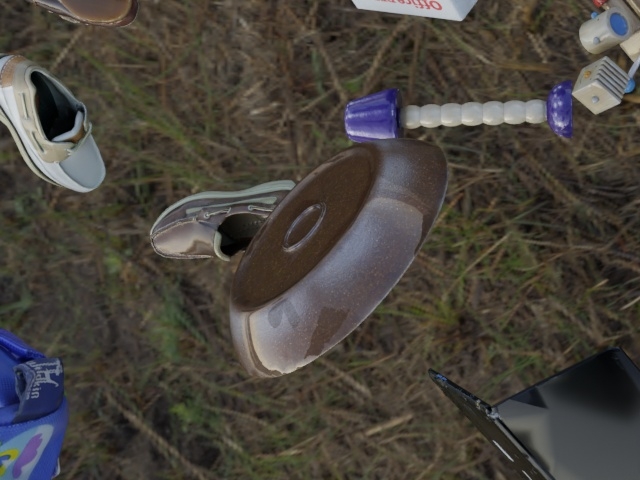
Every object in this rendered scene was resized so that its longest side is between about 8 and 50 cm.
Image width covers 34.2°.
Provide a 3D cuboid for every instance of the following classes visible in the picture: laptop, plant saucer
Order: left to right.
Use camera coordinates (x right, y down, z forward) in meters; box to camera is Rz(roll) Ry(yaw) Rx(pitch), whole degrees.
[{"bbox_3d":[0.000,0.000,0.694,0.036,0.198,0.199,40,124,-22],"label":"plant saucer"},{"bbox_3d":[0.285,0.213,1.183,0.136,0.264,0.234,-44,107,-7],"label":"laptop"}]

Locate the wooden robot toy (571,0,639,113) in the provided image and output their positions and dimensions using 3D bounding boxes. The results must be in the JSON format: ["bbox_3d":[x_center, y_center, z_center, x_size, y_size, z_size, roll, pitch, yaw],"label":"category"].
[{"bbox_3d":[0.258,-0.174,0.798,0.076,0.173,0.079,51,152,-9],"label":"wooden robot toy"}]

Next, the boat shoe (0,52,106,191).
[{"bbox_3d":[-0.431,-0.178,1.694,0.103,0.302,0.113,11,63,32],"label":"boat shoe"}]

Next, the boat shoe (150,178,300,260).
[{"bbox_3d":[-0.137,-0.017,1.450,0.258,0.095,0.095,-17,121,26],"label":"boat shoe"}]

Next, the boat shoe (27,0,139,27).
[{"bbox_3d":[-0.311,-0.319,1.353,0.207,0.073,0.073,25,85,27],"label":"boat shoe"}]

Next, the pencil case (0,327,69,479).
[{"bbox_3d":[-0.188,0.175,0.464,0.119,0.133,0.306,26,111,40],"label":"pencil case"}]

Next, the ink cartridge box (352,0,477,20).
[{"bbox_3d":[0.071,-0.397,1.222,0.197,0.273,0.114,21,70,48],"label":"ink cartridge box"}]

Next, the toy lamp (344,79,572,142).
[{"bbox_3d":[0.167,-0.152,1.273,0.275,0.080,0.080,-1,96,14],"label":"toy lamp"}]
